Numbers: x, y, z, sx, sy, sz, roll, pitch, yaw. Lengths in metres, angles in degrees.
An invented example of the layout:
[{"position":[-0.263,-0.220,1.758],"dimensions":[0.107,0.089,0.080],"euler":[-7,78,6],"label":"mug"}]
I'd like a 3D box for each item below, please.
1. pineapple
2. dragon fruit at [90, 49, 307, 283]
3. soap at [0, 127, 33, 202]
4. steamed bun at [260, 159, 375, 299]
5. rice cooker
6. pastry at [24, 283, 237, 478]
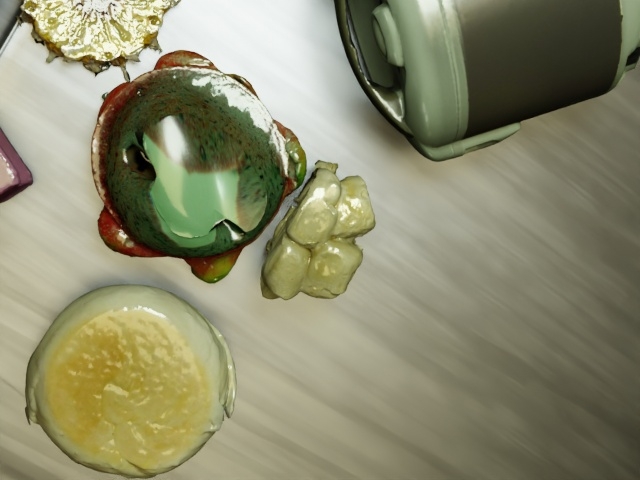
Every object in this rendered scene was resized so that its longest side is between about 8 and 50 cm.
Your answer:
[{"position":[-0.278,-0.303,1.432],"dimensions":[0.221,0.047,0.221],"euler":[-1,96,-10],"label":"pineapple"},{"position":[-0.158,-0.086,1.431],"dimensions":[0.268,0.130,0.295],"euler":[-20,100,-10],"label":"dragon fruit"},{"position":[-0.540,-0.158,1.366],"dimensions":[0.233,0.128,0.360],"euler":[-33,98,-4],"label":"soap"},{"position":[0.000,0.000,1.436],"dimensions":[0.106,0.177,0.192],"euler":[30,89,-5],"label":"steamed bun"},{"position":[0.180,-0.281,1.366],"dimensions":[0.325,0.335,0.335],"euler":[-19,98,-6],"label":"rice cooker"},{"position":[-0.236,0.177,1.440],"dimensions":[0.264,0.133,0.265],"euler":[-1,96,-8],"label":"pastry"}]
